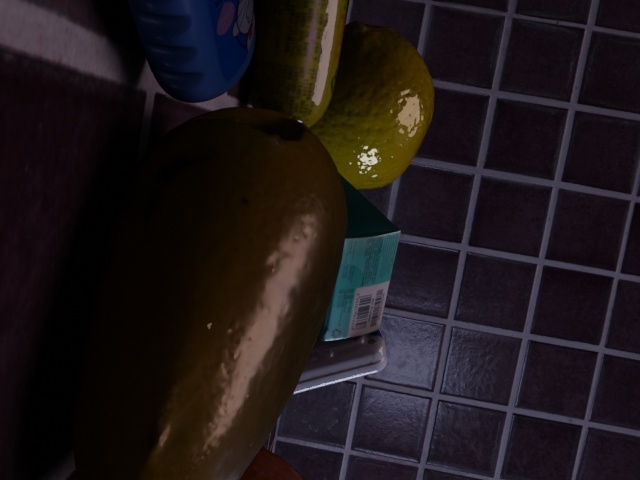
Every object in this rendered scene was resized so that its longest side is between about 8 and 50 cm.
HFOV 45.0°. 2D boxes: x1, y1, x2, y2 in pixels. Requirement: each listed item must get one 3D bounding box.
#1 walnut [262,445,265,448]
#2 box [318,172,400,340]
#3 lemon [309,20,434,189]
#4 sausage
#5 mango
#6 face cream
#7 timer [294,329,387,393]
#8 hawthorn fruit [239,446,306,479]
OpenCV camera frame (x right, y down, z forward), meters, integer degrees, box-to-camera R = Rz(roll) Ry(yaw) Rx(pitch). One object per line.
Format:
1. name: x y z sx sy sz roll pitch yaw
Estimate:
1. walnut: -0.133 0.294 0.920 0.155 0.155 0.184 97 9 -45
2. box: 0.000 0.000 1.332 0.311 0.118 0.205 47 -45 49
3. lemon: 0.075 -0.265 1.558 0.336 0.336 0.336 10 90 -87
4. sausage: -0.027 -0.304 1.061 0.123 0.123 0.347 -69 168 -76
5. mango: -0.082 0.055 0.614 0.253 0.182 0.365 98 2 -51
6. face cream: -0.092 -0.206 0.506 0.264 0.083 0.149 92 4 -69
7. timer: -0.024 0.178 1.333 0.178 0.253 0.078 -112 -170 -60
8. hawthorn fruit: -0.095 0.289 0.708 0.231 0.263 0.235 12 -81 49
